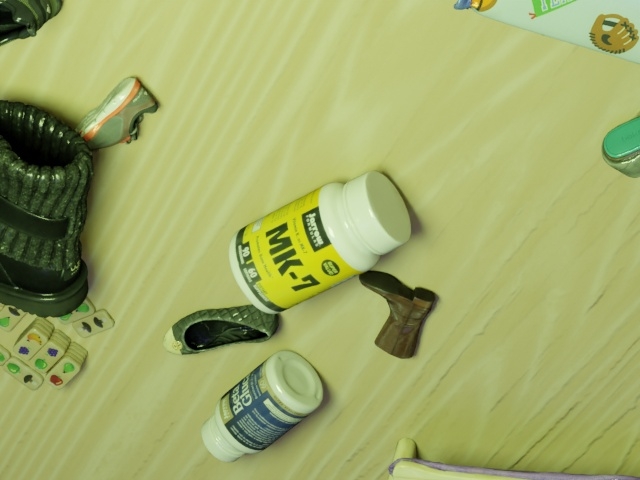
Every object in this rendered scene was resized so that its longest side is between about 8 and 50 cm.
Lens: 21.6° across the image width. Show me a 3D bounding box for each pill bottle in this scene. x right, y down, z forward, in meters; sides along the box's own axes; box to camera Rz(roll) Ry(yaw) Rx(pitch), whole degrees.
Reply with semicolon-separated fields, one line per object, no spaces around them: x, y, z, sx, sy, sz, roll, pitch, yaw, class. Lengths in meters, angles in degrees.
0.000;0.000;2.077;0.208;0.119;0.119;-27;114;27;pill bottle
-0.083;0.229;2.265;0.094;0.094;0.169;40;123;-14;pill bottle

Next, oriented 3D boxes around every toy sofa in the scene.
0.269;0.338;2.222;0.362;0.150;0.177;3;119;12;toy sofa

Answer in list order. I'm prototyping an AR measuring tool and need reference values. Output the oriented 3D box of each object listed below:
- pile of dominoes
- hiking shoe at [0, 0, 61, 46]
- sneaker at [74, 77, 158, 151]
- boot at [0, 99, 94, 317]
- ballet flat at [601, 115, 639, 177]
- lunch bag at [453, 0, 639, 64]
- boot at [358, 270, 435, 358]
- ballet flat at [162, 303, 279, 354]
-0.430;0.101;2.295;0.251;0.040;0.196;38;124;-14;pile of dominoes
-0.429;-0.271;1.998;0.226;0.114;0.086;-4;122;16;hiking shoe
-0.262;-0.133;2.087;0.065;0.061;0.158;38;124;-20;sneaker
-0.441;-0.061;2.102;0.348;0.131;0.260;14;135;9;boot
0.425;-0.136;1.927;0.213;0.072;0.068;-26;141;28;ballet flat
0.340;-0.379;1.680;0.327;0.239;0.385;18;109;2;lunch bag
0.085;0.100;2.177;0.106;0.037;0.114;22;130;1;boot
-0.136;0.121;2.232;0.173;0.049;0.057;-15;118;22;ballet flat
